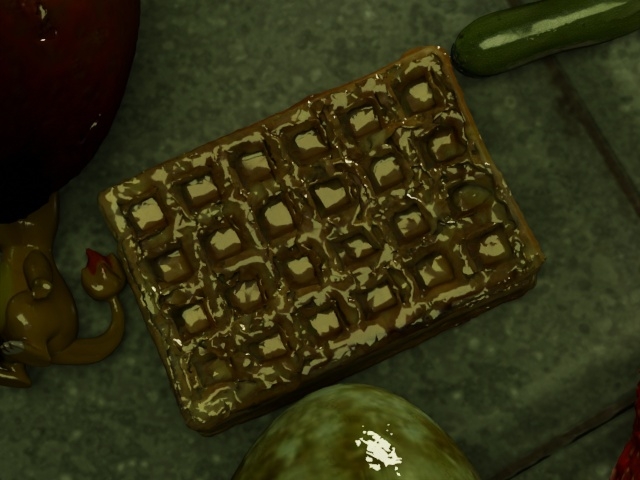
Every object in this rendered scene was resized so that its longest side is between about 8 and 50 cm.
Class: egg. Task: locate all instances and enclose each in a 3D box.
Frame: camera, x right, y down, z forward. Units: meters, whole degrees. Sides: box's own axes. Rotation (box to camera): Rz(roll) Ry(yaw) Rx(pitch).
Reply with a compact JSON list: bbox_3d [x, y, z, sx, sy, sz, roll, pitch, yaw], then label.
[{"bbox_3d":[0.026,0.247,1.467,0.238,0.238,0.289,-11,63,3],"label":"egg"}]

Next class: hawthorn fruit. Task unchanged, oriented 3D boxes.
[{"bbox_3d":[-0.275,-0.161,1.517,0.315,0.316,0.316,-1,83,4],"label":"hawthorn fruit"}]

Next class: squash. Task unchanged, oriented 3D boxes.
[{"bbox_3d":[0.191,-0.173,1.599,0.183,0.052,0.052,-16,82,3],"label":"squash"}]

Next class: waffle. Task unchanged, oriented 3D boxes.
[{"bbox_3d":[0.000,0.000,1.570,0.308,0.091,0.213,-24,81,1],"label":"waffle"}]

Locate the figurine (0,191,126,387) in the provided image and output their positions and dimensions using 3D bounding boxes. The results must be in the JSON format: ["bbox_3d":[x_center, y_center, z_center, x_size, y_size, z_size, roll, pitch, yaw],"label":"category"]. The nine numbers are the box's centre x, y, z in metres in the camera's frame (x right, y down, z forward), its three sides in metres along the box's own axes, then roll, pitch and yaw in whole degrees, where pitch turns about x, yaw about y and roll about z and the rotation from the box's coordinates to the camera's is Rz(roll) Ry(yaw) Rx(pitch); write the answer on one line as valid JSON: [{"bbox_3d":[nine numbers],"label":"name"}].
[{"bbox_3d":[-0.216,0.025,1.591,0.122,0.121,0.176,-2,71,-24],"label":"figurine"}]

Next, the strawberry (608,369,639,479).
[{"bbox_3d":[0.335,0.153,1.449,0.257,0.257,0.277,-3,94,4],"label":"strawberry"}]
